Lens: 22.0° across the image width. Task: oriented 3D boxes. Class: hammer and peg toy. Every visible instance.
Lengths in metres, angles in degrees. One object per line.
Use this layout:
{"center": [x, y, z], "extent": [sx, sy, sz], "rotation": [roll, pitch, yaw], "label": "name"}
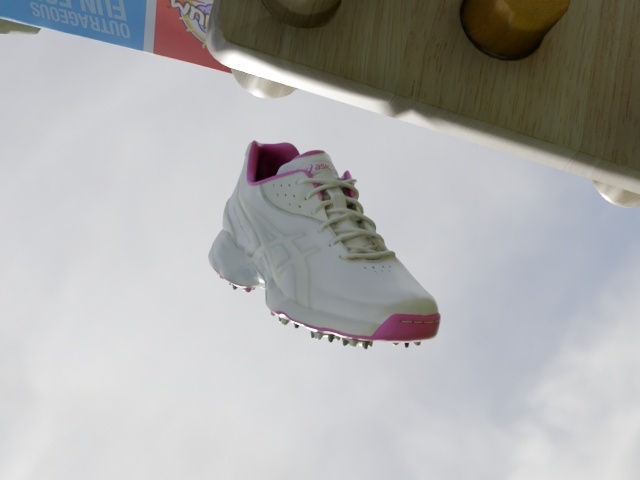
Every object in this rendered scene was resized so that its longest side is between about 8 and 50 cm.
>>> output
{"center": [0.112, -0.204, 0.784], "extent": [0.127, 0.266, 0.361], "rotation": [123, 162, -64], "label": "hammer and peg toy"}

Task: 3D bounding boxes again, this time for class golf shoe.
{"center": [0.000, 0.000, 1.421], "extent": [0.115, 0.306, 0.140], "rotation": [1, -74, -35], "label": "golf shoe"}

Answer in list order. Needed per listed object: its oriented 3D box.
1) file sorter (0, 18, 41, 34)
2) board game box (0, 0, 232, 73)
{"center": [-0.293, -0.257, 1.053], "extent": [0.173, 0.193, 0.278], "rotation": [-54, -22, 25], "label": "file sorter"}
{"center": [-0.043, -0.222, 0.935], "extent": [0.316, 0.242, 0.064], "rotation": [-52, -33, -39], "label": "board game box"}
